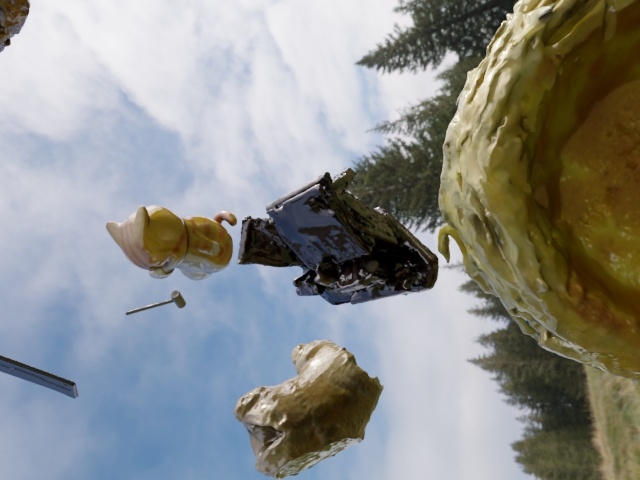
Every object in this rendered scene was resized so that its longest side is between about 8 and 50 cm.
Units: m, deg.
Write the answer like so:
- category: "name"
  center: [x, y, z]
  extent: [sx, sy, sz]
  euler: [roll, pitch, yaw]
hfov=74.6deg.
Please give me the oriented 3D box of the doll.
- category: "doll"
  center: [-0.327, 0.007, 0.976]
  extent: [0.269, 0.167, 0.162]
  euler: [8, -122, -58]

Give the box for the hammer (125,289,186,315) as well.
- category: "hammer"
  center: [-0.312, 0.124, 0.793]
  extent: [0.035, 0.110, 0.019]
  euler: [77, 175, -46]

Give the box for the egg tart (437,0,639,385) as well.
- category: "egg tart"
  center: [0.294, -0.063, 0.386]
  extent: [0.169, 0.388, 0.388]
  euler: [-41, -58, -82]

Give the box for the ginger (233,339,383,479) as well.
- category: "ginger"
  center: [-0.019, 0.288, 0.758]
  extent: [0.276, 0.130, 0.221]
  euler: [-2, -124, -21]

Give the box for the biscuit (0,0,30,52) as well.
- category: "biscuit"
  center: [-0.679, -0.463, 0.728]
  extent: [0.289, 0.334, 0.081]
  euler: [43, -140, -27]

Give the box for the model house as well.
- category: "model house"
  center: [-0.002, 0.011, 0.473]
  extent: [0.164, 0.203, 0.141]
  euler: [6, -114, -42]

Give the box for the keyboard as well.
- category: "keyboard"
  center: [-0.446, 0.203, 0.643]
  extent: [0.010, 0.155, 0.053]
  euler: [-72, 6, -47]
